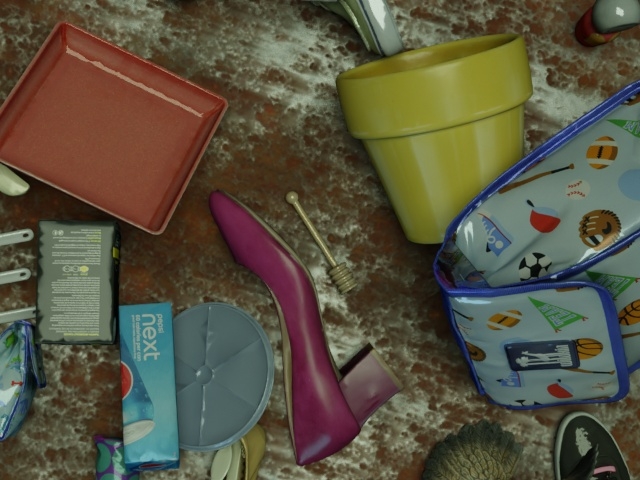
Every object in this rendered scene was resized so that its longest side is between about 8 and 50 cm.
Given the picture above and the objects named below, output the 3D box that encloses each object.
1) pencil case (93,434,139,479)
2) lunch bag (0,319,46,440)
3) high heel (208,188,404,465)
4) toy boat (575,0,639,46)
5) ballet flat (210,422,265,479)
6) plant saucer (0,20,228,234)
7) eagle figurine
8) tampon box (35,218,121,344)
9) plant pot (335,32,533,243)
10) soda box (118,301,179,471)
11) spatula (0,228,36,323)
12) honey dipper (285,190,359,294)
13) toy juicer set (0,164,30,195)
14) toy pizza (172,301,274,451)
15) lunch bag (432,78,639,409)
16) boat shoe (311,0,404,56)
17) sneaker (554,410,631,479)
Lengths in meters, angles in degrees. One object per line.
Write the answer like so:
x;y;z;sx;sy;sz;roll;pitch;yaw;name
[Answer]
-0.275;0.337;1.753;0.070;0.064;0.151;0;83;36;pencil case
-0.407;0.177;1.717;0.096;0.129;0.151;21;82;-5;lunch bag
-0.068;0.116;1.771;0.181;0.127;0.377;-40;87;-2;high heel
0.475;-0.403;1.859;0.267;0.148;0.318;37;82;-3;toy boat
-0.129;0.351;1.762;0.080;0.073;0.232;2;79;31;ballet flat
-0.285;-0.143;1.751;0.258;0.047;0.259;26;52;-4;plant saucer
0.241;0.402;1.756;0.226;0.225;0.298;4;96;4;eagle figurine
-0.317;0.058;1.741;0.101;0.120;0.161;1;86;-5;tampon box
0.168;-0.132;1.765;0.254;0.254;0.239;-15;102;-8;plant pot
-0.224;0.191;1.725;0.071;0.067;0.210;-3;70;-7;soda box
-0.490;0.064;1.732;0.242;0.019;0.168;-10;121;-15;spatula
0.000;0.000;1.831;0.030;0.030;0.160;-31;87;-8;honey dipper
-0.564;-0.069;1.737;0.329;0.089;0.209;-31;89;2;toy juicer set
-0.147;0.182;1.763;0.201;0.032;0.201;-8;72;24;toy pizza
0.343;0.038;1.700;0.385;0.328;0.239;-31;52;-4;lunch bag
0.012;-0.374;1.835;0.094;0.109;0.302;-31;79;5;boat shoe
0.399;0.377;1.791;0.105;0.147;0.295;-12;86;-6;sneaker
